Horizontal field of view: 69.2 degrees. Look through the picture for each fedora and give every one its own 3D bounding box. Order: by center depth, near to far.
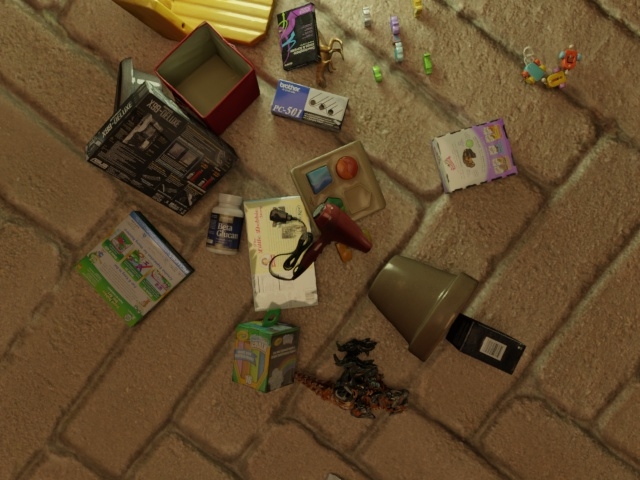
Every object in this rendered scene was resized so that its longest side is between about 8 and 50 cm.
[{"bbox_3d":[-0.509,-0.358,1.299,0.125,0.244,0.275,6,98,-29],"label":"fedora"}]

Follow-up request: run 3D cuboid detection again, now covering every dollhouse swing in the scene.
[{"bbox_3d":[-0.314,-0.733,1.233,0.305,0.315,0.346,16,92,21],"label":"dollhouse swing"}]

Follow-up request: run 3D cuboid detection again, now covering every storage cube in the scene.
[{"bbox_3d":[-0.300,-0.431,1.270,0.184,0.193,0.215,44,88,0],"label":"storage cube"}]

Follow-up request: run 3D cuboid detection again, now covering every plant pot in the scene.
[{"bbox_3d":[0.264,0.157,1.269,0.229,0.263,0.263,35,93,17],"label":"plant pot"}]

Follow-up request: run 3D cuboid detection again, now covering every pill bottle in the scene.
[{"bbox_3d":[-0.272,-0.047,1.336,0.094,0.094,0.169,9,92,1],"label":"pill bottle"}]

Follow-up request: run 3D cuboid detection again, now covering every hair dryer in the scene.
[{"bbox_3d":[0.000,0.000,1.293,0.294,0.080,0.223,-1,121,-2],"label":"hair dryer"}]

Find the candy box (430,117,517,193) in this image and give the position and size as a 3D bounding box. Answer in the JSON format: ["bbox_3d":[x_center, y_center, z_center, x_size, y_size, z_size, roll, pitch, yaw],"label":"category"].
[{"bbox_3d":[0.434,-0.238,1.322,0.197,0.070,0.164,-15,91,2],"label":"candy box"}]

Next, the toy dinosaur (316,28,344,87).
[{"bbox_3d":[0.007,-0.551,1.329,0.113,0.064,0.211,-8,91,3],"label":"toy dinosaur"}]

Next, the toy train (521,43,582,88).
[{"bbox_3d":[0.649,-0.494,1.323,0.167,0.046,0.125,4,91,-1],"label":"toy train"}]

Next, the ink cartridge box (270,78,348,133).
[{"bbox_3d":[-0.031,-0.387,1.344,0.207,0.046,0.097,16,91,1],"label":"ink cartridge box"}]

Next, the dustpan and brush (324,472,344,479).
[{"bbox_3d":[0.095,0.801,1.368,0.211,0.060,0.147,21,92,1],"label":"dustpan and brush"}]

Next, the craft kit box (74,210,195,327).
[{"bbox_3d":[-0.547,0.084,1.371,0.247,0.061,0.250,-42,90,0],"label":"craft kit box"}]

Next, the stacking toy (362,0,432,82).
[{"bbox_3d":[0.221,-0.574,1.328,0.167,0.052,0.221,-11,92,2],"label":"stacking toy"}]

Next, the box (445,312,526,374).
[{"bbox_3d":[0.454,0.283,1.293,0.156,0.158,0.093,25,92,1],"label":"box"}]

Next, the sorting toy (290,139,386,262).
[{"bbox_3d":[0.075,-0.104,1.324,0.229,0.041,0.307,-25,101,-8],"label":"sorting toy"}]

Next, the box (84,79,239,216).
[{"bbox_3d":[-0.411,-0.230,1.231,0.242,0.307,0.076,-42,46,13],"label":"box"}]

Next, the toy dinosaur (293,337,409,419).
[{"bbox_3d":[0.092,0.413,1.321,0.322,0.164,0.218,2,108,-17],"label":"toy dinosaur"}]

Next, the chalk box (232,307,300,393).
[{"bbox_3d":[-0.151,0.295,1.303,0.132,0.132,0.212,7,92,33],"label":"chalk box"}]

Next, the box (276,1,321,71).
[{"bbox_3d":[-0.062,-0.579,1.325,0.116,0.029,0.162,-7,93,28],"label":"box"}]

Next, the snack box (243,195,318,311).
[{"bbox_3d":[-0.113,0.037,1.351,0.187,0.060,0.321,-5,92,-1],"label":"snack box"}]
